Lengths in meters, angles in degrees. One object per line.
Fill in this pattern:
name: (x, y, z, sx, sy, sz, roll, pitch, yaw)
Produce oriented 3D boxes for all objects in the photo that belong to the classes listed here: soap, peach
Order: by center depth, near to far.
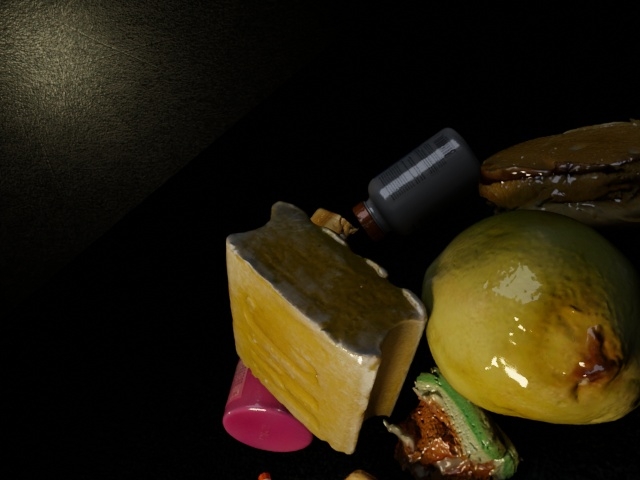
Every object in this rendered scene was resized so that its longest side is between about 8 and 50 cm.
peach: (0.293, 0.100, 0.754, 0.313, 0.315, 0.282, 11, 100, 24)
soap: (-0.005, 0.146, 0.859, 0.156, 0.335, 0.293, -34, 61, -29)

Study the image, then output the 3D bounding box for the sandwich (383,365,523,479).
sandwich: (0.186, 0.301, 0.825, 0.160, 0.109, 0.185, -41, 32, -4)

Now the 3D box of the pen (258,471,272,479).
pen: (-0.075, 0.501, 0.931, 0.028, 0.028, 0.239, -37, 32, 6)

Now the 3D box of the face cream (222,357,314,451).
face cream: (-0.084, 0.284, 1.063, 0.175, 0.175, 0.195, -21, 38, 28)

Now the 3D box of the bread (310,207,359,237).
bread: (0.001, 0.001, 1.400, 0.173, 0.085, 0.134, -46, 36, -11)

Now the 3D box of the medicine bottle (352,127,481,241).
medicine bottle: (0.216, -0.115, 1.246, 0.288, 0.157, 0.157, -34, 33, 10)

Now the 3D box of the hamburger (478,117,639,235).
hamburger: (0.431, -0.096, 0.915, 0.284, 0.174, 0.304, -20, 10, -42)

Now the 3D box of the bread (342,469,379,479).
bread: (0.104, 0.447, 0.712, 0.167, 0.132, 0.294, -50, 32, -16)
